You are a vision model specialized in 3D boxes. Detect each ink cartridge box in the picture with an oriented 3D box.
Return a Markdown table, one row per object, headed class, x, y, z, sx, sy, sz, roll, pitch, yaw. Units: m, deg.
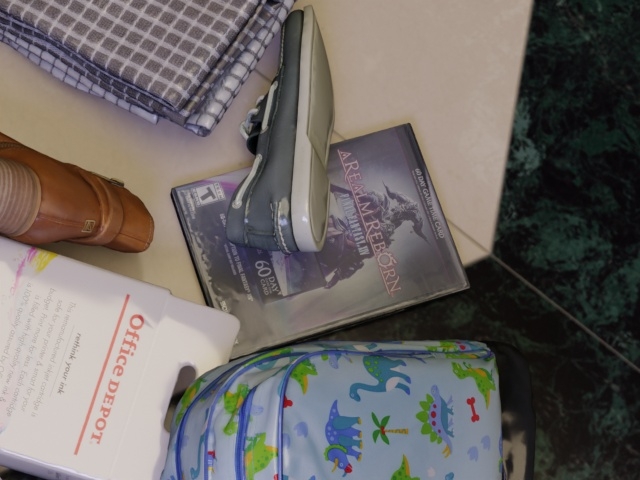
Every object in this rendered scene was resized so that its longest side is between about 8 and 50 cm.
| class | x | y | z | sx | sy | sz | roll | pitch | yaw |
| --- | --- | --- | --- | --- | --- | --- | --- | --- | --- |
| ink cartridge box | -0.276 | 0.123 | 1.652 | 0.353 | 0.119 | 0.207 | 18 | 73 | -3 |

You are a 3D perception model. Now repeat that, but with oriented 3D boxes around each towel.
| class | x | y | z | sx | sy | sz | roll | pitch | yaw |
| --- | --- | --- | --- | --- | --- | --- | --- | --- | --- |
| towel | -0.186 | -0.262 | 1.751 | 0.283 | 0.121 | 0.235 | 27 | 70 | 15 |

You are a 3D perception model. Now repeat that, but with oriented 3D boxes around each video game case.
| class | x | y | z | sx | sy | sz | roll | pitch | yaw |
| --- | --- | --- | --- | --- | --- | --- | --- | --- | --- |
| video game case | 0.000 | 0.000 | 1.782 | 0.274 | 0.026 | 0.196 | -16 | 77 | -12 |

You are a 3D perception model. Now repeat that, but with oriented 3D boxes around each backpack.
| class | x | y | z | sx | sy | sz | roll | pitch | yaw |
| --- | --- | --- | --- | --- | --- | --- | --- | --- | --- |
| backpack | 0.029 | 0.215 | 1.571 | 0.355 | 0.273 | 0.290 | 8 | 80 | -15 |

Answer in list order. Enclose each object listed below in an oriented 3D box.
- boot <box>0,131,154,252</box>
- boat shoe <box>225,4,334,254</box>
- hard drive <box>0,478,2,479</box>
| class | x | y | z | sx | sy | sz | roll | pitch | yaw |
| --- | --- | --- | --- | --- | --- | --- | --- | --- | --- |
| boot | -0.307 | -0.072 | 1.698 | 0.220 | 0.283 | 0.109 | 14 | 99 | -37 |
| boat shoe | -0.043 | -0.121 | 1.743 | 0.099 | 0.116 | 0.319 | -7 | 52 | 12 |
| hard drive | -0.389 | 0.392 | 1.597 | 0.318 | 0.040 | 0.210 | -34 | 82 | -17 |
